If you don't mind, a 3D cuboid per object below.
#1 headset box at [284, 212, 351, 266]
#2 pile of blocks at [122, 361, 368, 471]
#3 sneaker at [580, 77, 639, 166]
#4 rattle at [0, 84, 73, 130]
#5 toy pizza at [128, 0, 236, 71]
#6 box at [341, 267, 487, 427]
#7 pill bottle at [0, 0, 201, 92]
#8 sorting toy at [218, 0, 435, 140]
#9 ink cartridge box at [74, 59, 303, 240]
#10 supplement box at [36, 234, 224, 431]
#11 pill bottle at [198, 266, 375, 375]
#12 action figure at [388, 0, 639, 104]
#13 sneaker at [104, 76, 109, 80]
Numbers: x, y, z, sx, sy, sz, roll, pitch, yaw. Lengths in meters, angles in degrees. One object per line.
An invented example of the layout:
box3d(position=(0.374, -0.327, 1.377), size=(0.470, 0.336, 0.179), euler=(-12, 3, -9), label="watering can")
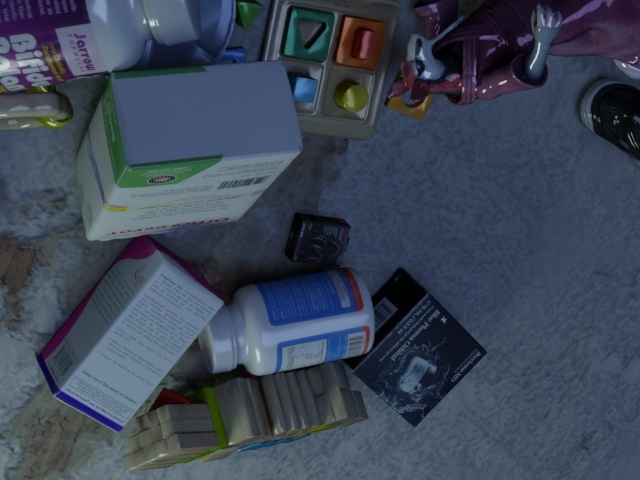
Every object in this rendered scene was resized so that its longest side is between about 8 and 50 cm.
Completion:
box3d(position=(0.000, 0.000, 1.806), size=(0.083, 0.032, 0.062), euler=(8, 108, -25), label="headset box")
box3d(position=(-0.109, 0.230, 1.831), size=(0.362, 0.149, 0.112), euler=(-6, 71, -32), label="pile of blocks")
box3d(position=(0.505, -0.138, 1.903), size=(0.269, 0.153, 0.101), euler=(23, 101, -30), label="sneaker")
box3d(position=(-0.394, -0.185, 1.530), size=(0.200, 0.130, 0.142), euler=(-4, 104, 6), label="rattle")
box3d(position=(-0.198, -0.279, 1.582), size=(0.201, 0.032, 0.201), euler=(-6, 104, -23), label="toy pizza")
box3d(position=(0.125, 0.154, 1.895), size=(0.156, 0.093, 0.158), euler=(-46, 123, 0), label="box")
box3d(position=(-0.287, -0.252, 1.418), size=(0.302, 0.169, 0.169), euler=(-9, 117, 4), label="pill bottle")
box3d(position=(0.014, -0.225, 1.706), size=(0.348, 0.047, 0.196), euler=(5, 109, -26), label="sorting toy")
box3d(position=(-0.164, -0.100, 1.544), size=(0.201, 0.278, 0.117), euler=(-8, 77, -21), label="ink cartridge box")
box3d(position=(-0.245, 0.115, 1.699), size=(0.114, 0.111, 0.220), euler=(36, 94, -32), label="supplement box")
box3d(position=(-0.049, 0.113, 1.777), size=(0.222, 0.124, 0.124), euler=(-9, 115, -17), label="pill bottle")
box3d(position=(0.241, -0.278, 1.736), size=(0.370, 0.248, 0.275), euler=(-34, 148, -9), label="action figure")
box3d(position=(-0.244, -0.206, 1.613), size=(0.035, 0.031, 0.083), euler=(-40, 120, -34), label="sneaker")
